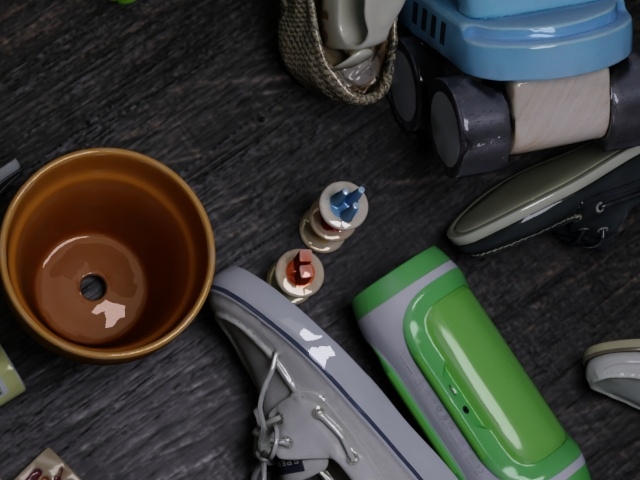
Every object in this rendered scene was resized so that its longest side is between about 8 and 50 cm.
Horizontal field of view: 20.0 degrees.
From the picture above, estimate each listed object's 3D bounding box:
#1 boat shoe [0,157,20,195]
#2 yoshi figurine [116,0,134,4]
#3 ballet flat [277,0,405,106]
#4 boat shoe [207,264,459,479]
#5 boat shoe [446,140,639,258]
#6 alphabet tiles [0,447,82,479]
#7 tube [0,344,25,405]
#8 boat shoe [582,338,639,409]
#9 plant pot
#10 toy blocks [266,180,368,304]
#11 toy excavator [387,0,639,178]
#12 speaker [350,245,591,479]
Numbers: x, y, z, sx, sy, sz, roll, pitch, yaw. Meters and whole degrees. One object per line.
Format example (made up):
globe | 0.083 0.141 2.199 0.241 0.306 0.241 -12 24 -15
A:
boat shoe | -0.360 -0.030 1.859 0.142 0.049 0.040 -40 107 -16
yoshi figurine | -0.200 -0.362 1.933 0.362 0.203 0.203 -6 119 -28
ballet flat | 0.038 -0.362 1.837 0.164 0.182 0.483 -12 116 -24
boat shoe | -0.015 0.199 1.845 0.156 0.136 0.367 -44 99 -15
boat shoe | 0.298 -0.046 1.972 0.340 0.127 0.113 -30 108 -20
alphabet tiles | -0.331 0.383 1.783 0.285 0.011 0.342 45 72 0
tube | -0.410 0.180 1.793 0.240 0.062 0.070 -31 41 -13
boat shoe | 0.423 0.182 1.946 0.302 0.113 0.103 13 69 -10
plant pot | -0.220 0.030 1.798 0.205 0.188 0.205 3 77 -12
toy blocks | 0.000 0.000 1.875 0.054 0.148 0.123 33 72 -3
toy excavator | 0.179 -0.341 1.919 0.222 0.433 0.445 -9 115 -14
speaker | 0.156 0.157 1.886 0.131 0.131 0.297 -32 85 -18
